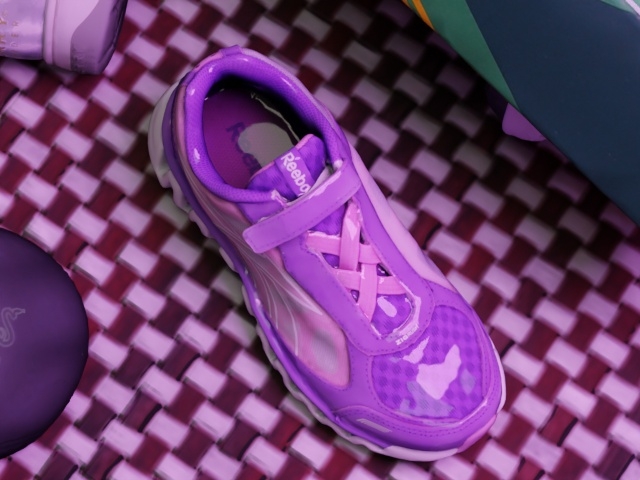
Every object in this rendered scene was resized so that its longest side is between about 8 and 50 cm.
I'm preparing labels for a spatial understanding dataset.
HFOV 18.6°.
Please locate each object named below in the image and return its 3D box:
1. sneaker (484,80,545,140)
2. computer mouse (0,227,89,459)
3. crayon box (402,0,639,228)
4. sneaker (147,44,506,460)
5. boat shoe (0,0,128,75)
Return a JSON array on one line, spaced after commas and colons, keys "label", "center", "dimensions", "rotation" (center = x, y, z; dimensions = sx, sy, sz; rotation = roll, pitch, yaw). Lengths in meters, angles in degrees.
[{"label": "sneaker", "center": [0.070, -0.177, 0.988], "dimensions": [0.153, 0.101, 0.268], "rotation": [8, 66, 1]}, {"label": "computer mouse", "center": [-0.236, 0.073, 0.890], "dimensions": [0.272, 0.072, 0.188], "rotation": [-19, 89, -11]}, {"label": "crayon box", "center": [0.178, -0.208, 0.906], "dimensions": [0.313, 0.106, 0.363], "rotation": [44, 55, -3]}, {"label": "sneaker", "center": [0.000, 0.000, 0.922], "dimensions": [0.095, 0.104, 0.236], "rotation": [-35, 77, -14]}, {"label": "boat shoe", "center": [-0.130, -0.243, 0.994], "dimensions": [0.103, 0.118, 0.320], "rotation": [8, 78, -4]}]
